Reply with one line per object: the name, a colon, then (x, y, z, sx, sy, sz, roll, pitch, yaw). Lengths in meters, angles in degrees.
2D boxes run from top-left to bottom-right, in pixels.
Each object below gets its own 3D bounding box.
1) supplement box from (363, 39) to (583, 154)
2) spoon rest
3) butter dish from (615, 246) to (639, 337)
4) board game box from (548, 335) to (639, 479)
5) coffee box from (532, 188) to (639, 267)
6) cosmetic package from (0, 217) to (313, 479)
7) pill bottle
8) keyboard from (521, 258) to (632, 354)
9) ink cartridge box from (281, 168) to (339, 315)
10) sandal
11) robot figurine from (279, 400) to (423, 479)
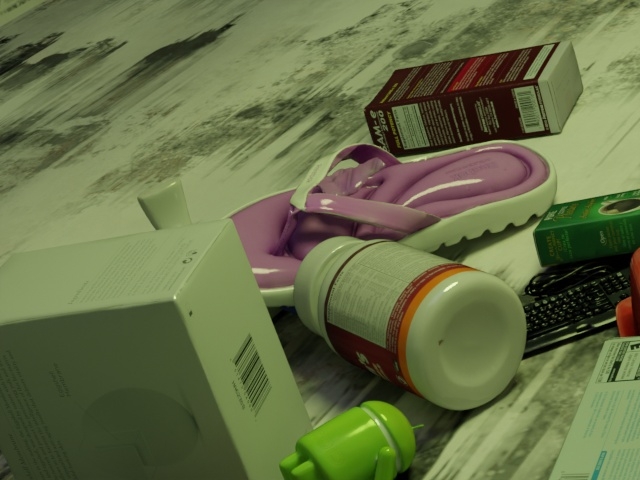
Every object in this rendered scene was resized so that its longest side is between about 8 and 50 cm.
supplement box: (0.188, -0.173, 1.819, 0.239, 0.073, 0.130, -6, 26, 27)
spoon rest: (-0.123, 0.030, 1.637, 0.137, 0.084, 0.276, -26, 37, -11)
butter dish: (0.316, 0.032, 1.214, 0.160, 0.118, 0.160, -16, 24, 11)
board game box: (0.321, 0.148, 0.984, 0.303, 0.097, 0.224, -7, 27, 30)
coffee box: (0.302, -0.020, 1.410, 0.184, 0.040, 0.113, -10, 12, 19)
cosmetic package: (-0.156, 0.121, 1.251, 0.225, 0.224, 0.138, -9, 26, 23)
pill bottle: (0.073, 0.066, 1.324, 0.121, 0.121, 0.221, -30, 25, -23)
keyboard: (0.223, 0.051, 1.346, 0.192, 0.038, 0.100, -19, 23, -2)
ink cartridge box: (0.000, 0.000, 1.572, 0.097, 0.046, 0.207, 24, 39, 14)
sandal: (0.054, -0.049, 1.506, 0.416, 0.102, 0.169, -19, 37, -27)
robot figurine: (0.027, 0.173, 1.194, 0.115, 0.067, 0.101, -28, 16, -19)
